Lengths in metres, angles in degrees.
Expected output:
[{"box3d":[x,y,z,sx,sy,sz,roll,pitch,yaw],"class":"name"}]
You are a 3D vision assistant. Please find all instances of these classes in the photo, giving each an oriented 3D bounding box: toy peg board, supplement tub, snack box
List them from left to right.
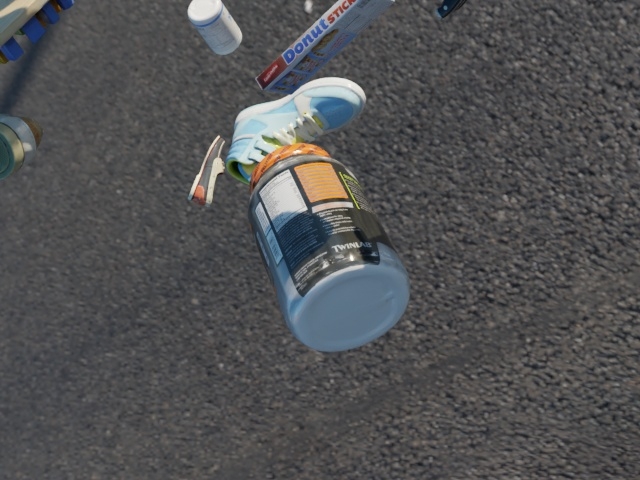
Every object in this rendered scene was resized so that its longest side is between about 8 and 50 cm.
[{"box3d":[-0.409,-0.296,1.181,0.160,0.079,0.161,15,59,37],"class":"toy peg board"},{"box3d":[-0.203,-0.417,1.688,0.071,0.107,0.071,-9,63,18],"class":"supplement tub"},{"box3d":[0.000,0.000,1.457,0.207,0.207,0.338,-48,41,22],"class":"supplement tub"},{"box3d":[0.005,-0.236,1.036,0.178,0.064,0.022,-38,75,27],"class":"snack box"}]

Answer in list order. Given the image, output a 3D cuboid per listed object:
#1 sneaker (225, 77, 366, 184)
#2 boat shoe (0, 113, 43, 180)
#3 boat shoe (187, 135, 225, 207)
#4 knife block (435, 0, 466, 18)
[{"box3d":[-0.057,-0.199,1.772,0.319,0.127,0.208,-17,42,34],"class":"sneaker"},{"box3d":[-0.532,-0.113,1.246,0.302,0.103,0.113,-6,111,18],"class":"boat shoe"},{"box3d":[-0.196,-0.125,1.580,0.049,0.043,0.137,126,164,-67],"class":"boat shoe"},{"box3d":[0.213,-0.414,1.100,0.088,0.275,0.242,41,90,10],"class":"knife block"}]
